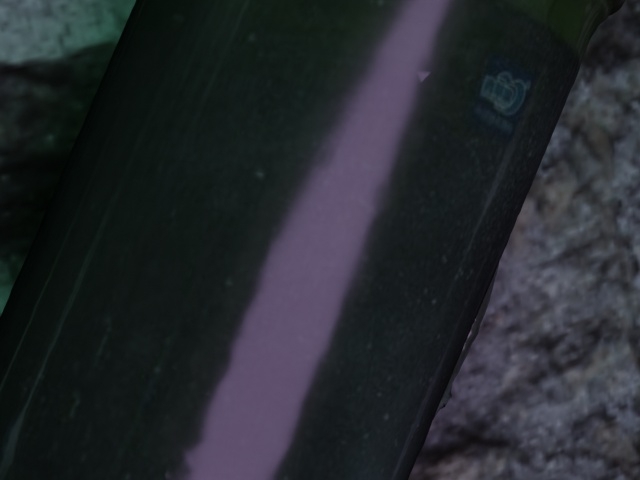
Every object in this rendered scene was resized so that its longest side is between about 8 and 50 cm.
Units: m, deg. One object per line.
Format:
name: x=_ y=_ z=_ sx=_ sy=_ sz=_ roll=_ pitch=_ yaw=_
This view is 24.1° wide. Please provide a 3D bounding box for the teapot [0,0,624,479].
teapot: x=0.000 y=0.000 z=0.611 sx=0.270 sy=0.200 sz=0.337 roll=26 pitch=86 yaw=-53
